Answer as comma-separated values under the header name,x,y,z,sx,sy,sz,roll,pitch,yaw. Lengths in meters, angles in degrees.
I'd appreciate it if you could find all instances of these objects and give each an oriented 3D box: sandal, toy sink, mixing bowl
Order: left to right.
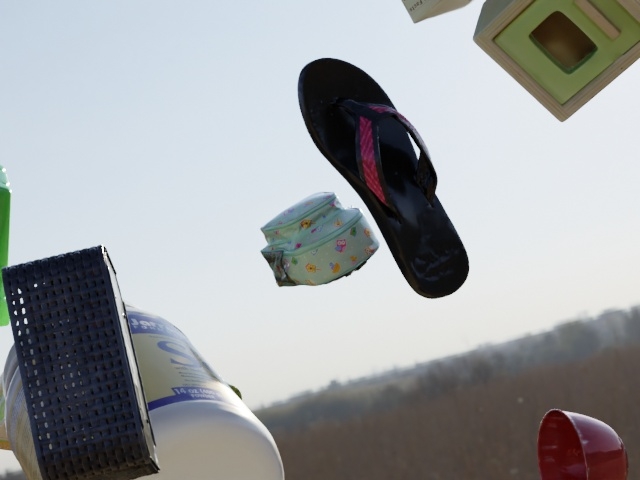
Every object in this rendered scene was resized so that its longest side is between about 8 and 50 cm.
name,x,y,z,sx,sy,sz,roll,pitch,yaw
sandal,0.049,-0.046,0.765,0.067,0.179,0.040,-32,1,-29
mixing bowl,0.430,0.356,1.882,0.098,0.181,0.181,-4,-11,-15
toy sink,0.314,-0.278,1.347,0.234,0.153,0.131,-41,15,32

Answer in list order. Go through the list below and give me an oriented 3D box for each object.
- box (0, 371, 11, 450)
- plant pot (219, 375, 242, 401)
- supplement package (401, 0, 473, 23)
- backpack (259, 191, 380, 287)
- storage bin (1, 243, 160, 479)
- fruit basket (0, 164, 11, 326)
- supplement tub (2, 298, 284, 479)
name,x,y,z,sx,sy,sz,roll,pitch,yaw
box,-0.467,0.259,1.916,0.103,0.114,0.203,15,-38,-26
plant pot,-0.171,0.262,1.950,0.083,0.083,0.079,-7,4,-36
supplement package,0.141,-0.389,1.510,0.105,0.179,0.105,-25,-6,-40
backpack,0.000,0.000,1.964,0.166,0.144,0.188,-31,21,-23
storage bin,-0.192,0.107,0.949,0.084,0.180,0.122,-14,-16,-8
fruit basket,-0.582,0.049,1.464,0.392,0.391,0.283,-11,17,-15
supplement tub,-0.211,0.219,1.303,0.241,0.241,0.331,-9,27,-27
